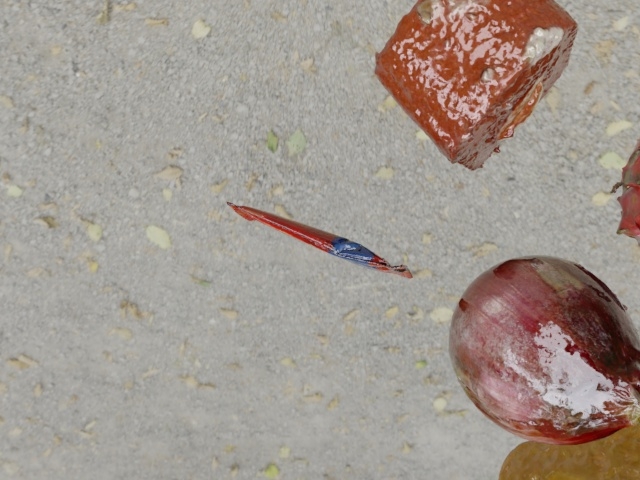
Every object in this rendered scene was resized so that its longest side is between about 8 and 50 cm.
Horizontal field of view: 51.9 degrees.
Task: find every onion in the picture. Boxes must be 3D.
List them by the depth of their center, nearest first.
[{"bbox_3d":[0.198,0.098,0.539,0.159,0.195,0.159,-9,112,-23],"label":"onion"}]

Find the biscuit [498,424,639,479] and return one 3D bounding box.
[{"bbox_3d":[0.344,0.298,0.678,0.057,0.351,0.312,33,94,-30],"label":"biscuit"}]

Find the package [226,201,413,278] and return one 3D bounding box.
[{"bbox_3d":[0.000,0.000,0.697,0.200,0.083,0.022,20,88,17],"label":"package"}]

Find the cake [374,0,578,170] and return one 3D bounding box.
[{"bbox_3d":[0.176,-0.188,0.719,0.177,0.283,0.151,-42,76,16],"label":"cake"}]

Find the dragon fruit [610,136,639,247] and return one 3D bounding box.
[{"bbox_3d":[0.524,-0.090,0.906,0.205,0.268,0.210,17,160,-20],"label":"dragon fruit"}]
